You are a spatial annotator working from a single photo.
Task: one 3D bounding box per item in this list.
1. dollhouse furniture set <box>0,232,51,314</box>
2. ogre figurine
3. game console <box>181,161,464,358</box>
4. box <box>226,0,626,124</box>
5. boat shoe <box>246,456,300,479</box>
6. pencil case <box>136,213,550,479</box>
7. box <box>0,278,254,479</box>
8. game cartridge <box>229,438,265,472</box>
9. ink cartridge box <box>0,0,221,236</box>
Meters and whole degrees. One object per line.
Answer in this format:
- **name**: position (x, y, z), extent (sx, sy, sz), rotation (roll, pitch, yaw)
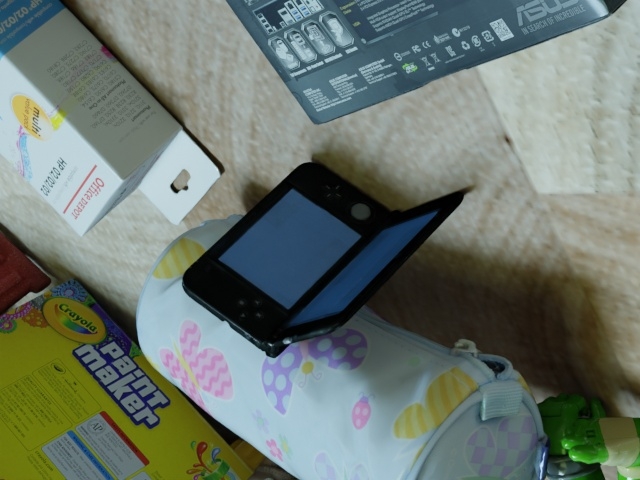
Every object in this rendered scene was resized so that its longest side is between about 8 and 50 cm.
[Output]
- **dollhouse furniture set**: position (-0.419, 0.122, 1.274), extent (0.152, 0.374, 0.201), rotation (47, 151, 6)
- **ogre figurine**: position (0.201, 0.161, 0.860), extent (0.197, 0.097, 0.118), rotation (5, 114, 27)
- **game console**: position (0.000, 0.000, 0.871), extent (0.107, 0.122, 0.071), rotation (35, 147, 17)
- **box**: position (0.022, -0.161, 0.717), extent (0.183, 0.059, 0.232), rotation (53, 149, -13)
- **boat shoe**: position (0.046, 0.229, 1.067), extent (0.257, 0.095, 0.095), rotation (38, 151, 34)
- **pencil case**: position (0.004, 0.081, 0.928), extent (0.273, 0.113, 0.124), rotation (28, 126, 45)
- **box**: position (-0.185, 0.243, 1.252), extent (0.290, 0.177, 0.279), rotation (44, 146, 25)
- **game cartridge**: position (0.041, 0.318, 1.267), extent (0.323, 0.053, 0.285), rotation (31, 146, 21)
- **ink cartridge box**: position (-0.160, -0.074, 1.033), extent (0.181, 0.061, 0.104), rotation (45, 149, -1)
